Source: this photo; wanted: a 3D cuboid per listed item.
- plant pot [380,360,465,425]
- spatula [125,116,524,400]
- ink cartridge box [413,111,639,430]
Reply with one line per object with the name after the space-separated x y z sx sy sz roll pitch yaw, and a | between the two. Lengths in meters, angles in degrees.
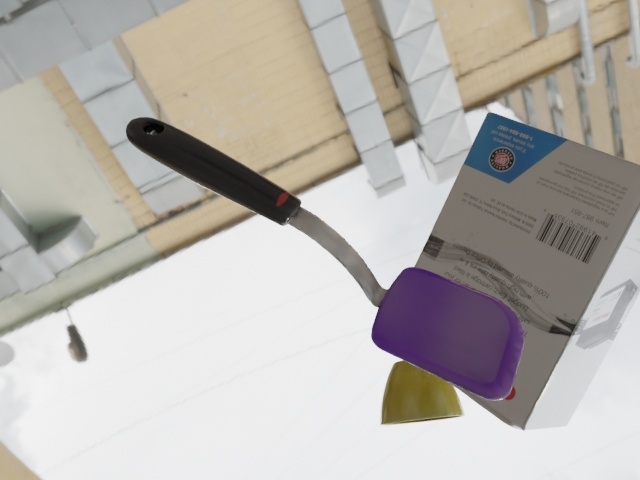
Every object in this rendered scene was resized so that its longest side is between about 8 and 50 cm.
0.155 0.239 1.124 0.134 0.134 0.095 -12 -108 17 | plant pot
0.000 0.000 0.461 0.296 0.030 0.084 34 -133 0 | spatula
0.247 0.034 0.841 0.223 0.129 0.307 33 -76 42 | ink cartridge box
